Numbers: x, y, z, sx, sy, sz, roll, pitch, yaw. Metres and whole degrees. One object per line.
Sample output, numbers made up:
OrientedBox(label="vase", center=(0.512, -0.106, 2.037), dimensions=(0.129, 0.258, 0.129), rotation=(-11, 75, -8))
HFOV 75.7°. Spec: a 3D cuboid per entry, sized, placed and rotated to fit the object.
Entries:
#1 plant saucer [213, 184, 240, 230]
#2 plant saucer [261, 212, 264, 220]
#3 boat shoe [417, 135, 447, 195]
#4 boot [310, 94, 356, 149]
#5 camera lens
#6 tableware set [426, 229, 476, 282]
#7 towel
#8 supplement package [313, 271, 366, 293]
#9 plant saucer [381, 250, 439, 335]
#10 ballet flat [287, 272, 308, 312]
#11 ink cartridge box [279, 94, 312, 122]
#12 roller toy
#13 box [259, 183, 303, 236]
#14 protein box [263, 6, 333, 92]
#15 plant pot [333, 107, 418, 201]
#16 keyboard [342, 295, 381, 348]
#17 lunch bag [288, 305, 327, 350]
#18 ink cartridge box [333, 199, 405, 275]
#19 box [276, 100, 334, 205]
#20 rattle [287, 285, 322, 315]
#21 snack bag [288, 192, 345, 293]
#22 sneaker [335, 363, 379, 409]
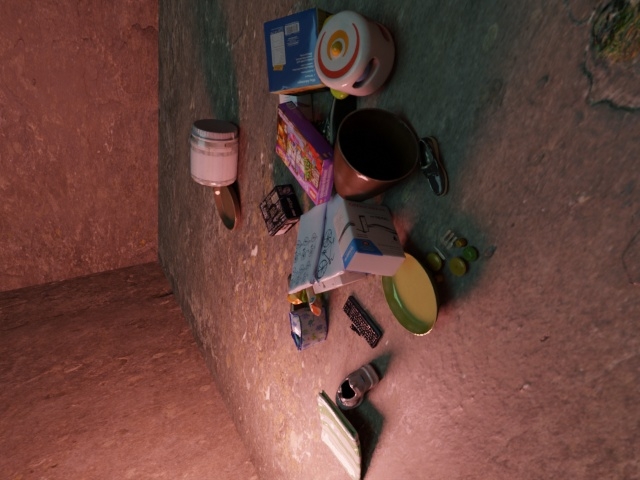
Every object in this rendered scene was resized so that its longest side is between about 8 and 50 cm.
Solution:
OrientedBox(label="plant saucer", center=(-0.478, -0.187, 2.115), dimensions=(0.278, 0.041, 0.278), rotation=(37, 136, 46))
OrientedBox(label="plant saucer", center=(-0.240, -0.122, 1.829), dimensions=(0.083, 0.013, 0.084), rotation=(24, 120, 50))
OrientedBox(label="boat shoe", center=(0.271, -0.182, 1.022), dimensions=(0.056, 0.049, 0.152), rotation=(-21, 83, 56))
OrientedBox(label="boot", center=(0.022, -0.376, 1.299), dimensions=(0.178, 0.085, 0.237), rotation=(36, 127, 49))
OrientedBox(label="camera lens", center=(-0.497, -0.404, 1.930), dimensions=(0.219, 0.219, 0.274), rotation=(42, 133, 41))
OrientedBox(label="tableware set", center=(0.326, 0.051, 1.042), dimensions=(0.104, 0.024, 0.154), rotation=(55, 140, 27))
OrientedBox(label="towel", center=(0.070, 0.756, 1.580), dimensions=(0.248, 0.038, 0.325), rotation=(38, 141, 43))
OrientedBox(label="supplement package", center=(0.051, 0.106, 1.390), dimensions=(0.179, 0.105, 0.105), rotation=(-30, 76, 56))
OrientedBox(label="plant saucer", center=(0.252, 0.140, 1.141), dimensions=(0.241, 0.037, 0.241), rotation=(43, 141, 50))
OrientedBox(label="ballet flat", center=(-0.082, 0.249, 1.664), dimensions=(0.058, 0.084, 0.250), rotation=(-16, 81, 58))
OrientedBox(label="ink cartridge box", center=(-0.087, -0.483, 1.438), dimensions=(0.115, 0.067, 0.198), rotation=(18, 117, 52))
OrientedBox(label="roller toy", center=(0.084, -0.492, 1.085), dimensions=(0.191, 0.146, 0.209), rotation=(10, 101, 43))
OrientedBox(label="box", center=(-0.161, -0.119, 1.655), dimensions=(0.180, 0.077, 0.147), rotation=(-39, 68, 53))
OrientedBox(label="protein box", center=(-0.047, -0.556, 1.241), dimensions=(0.199, 0.136, 0.201), rotation=(5, 105, 34))
OrientedBox(label="plant pot", center=(0.121, -0.202, 1.128), dimensions=(0.230, 0.215, 0.215), rotation=(122, 128, -66))
OrientedBox(label="keyboard", center=(0.133, 0.285, 1.403), dimensions=(0.180, 0.023, 0.108), rotation=(51, 139, 35))
OrientedBox(label="lunch bag", center=(-0.043, 0.335, 1.583), dimensions=(0.096, 0.128, 0.151), rotation=(4, 105, 57))
OrientedBox(label="ink cartridge box", center=(0.130, -0.010, 1.140), dimensions=(0.203, 0.148, 0.086), rotation=(-101, 26, -42))
OrientedBox(label="box", center=(-0.053, -0.285, 1.345), dimensions=(0.293, 0.057, 0.201), rotation=(54, 154, 28))
OrientedBox(label="rattle", center=(-0.065, 0.221, 1.505), dimensions=(0.200, 0.142, 0.130), rotation=(-87, -6, -63))
OrientedBox(label="snack bag", center=(0.000, 0.000, 1.363), dimensions=(0.342, 0.037, 0.323), rotation=(-27, 48, 55))
OrientedBox(label="sneaker", center=(0.096, 0.524, 1.448), dimensions=(0.105, 0.115, 0.281), rotation=(56, 143, 30))
